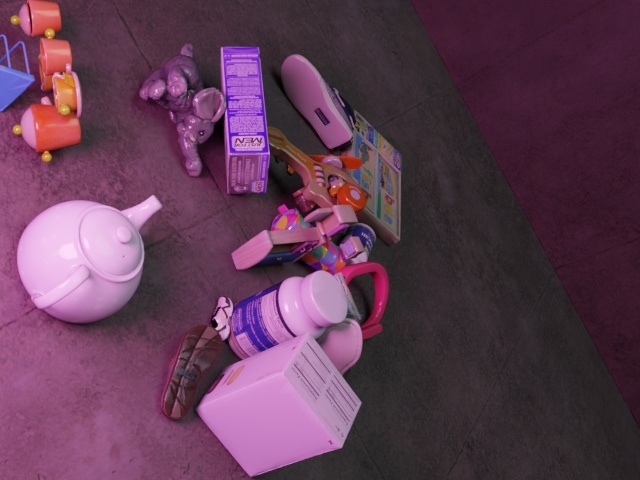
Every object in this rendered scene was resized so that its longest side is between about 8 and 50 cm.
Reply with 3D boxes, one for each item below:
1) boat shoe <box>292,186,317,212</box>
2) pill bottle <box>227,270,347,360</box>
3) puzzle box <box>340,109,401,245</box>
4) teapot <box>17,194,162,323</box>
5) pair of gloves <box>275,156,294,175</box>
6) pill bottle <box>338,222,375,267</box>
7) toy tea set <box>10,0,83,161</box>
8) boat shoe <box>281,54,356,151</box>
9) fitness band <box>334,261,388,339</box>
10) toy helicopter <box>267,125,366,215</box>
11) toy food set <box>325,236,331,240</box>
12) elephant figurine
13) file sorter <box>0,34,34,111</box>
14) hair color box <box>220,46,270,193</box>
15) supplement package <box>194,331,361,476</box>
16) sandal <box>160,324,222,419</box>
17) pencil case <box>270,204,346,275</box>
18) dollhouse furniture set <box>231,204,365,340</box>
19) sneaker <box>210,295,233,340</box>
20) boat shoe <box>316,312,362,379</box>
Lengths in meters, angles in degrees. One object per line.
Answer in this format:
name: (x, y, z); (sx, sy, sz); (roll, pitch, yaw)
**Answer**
boat shoe: (-0.005, -0.134, 2.271); (0.207, 0.073, 0.073); (-32, 89, -50)
pill bottle: (-0.078, 0.172, 1.769); (0.153, 0.264, 0.153); (34, 43, -38)
puzzle box: (0.171, -0.212, 2.592); (0.272, 0.052, 0.409); (39, 40, -34)
teapot: (-0.425, 0.026, 1.456); (0.252, 0.187, 0.256); (17, 55, -48)
pair of gloves: (-0.101, -0.235, 2.261); (0.083, 0.010, 0.074); (43, 38, -28)
pill bottle: (0.099, 0.030, 2.279); (0.094, 0.094, 0.169); (52, 34, -18)
toy tea set: (-0.562, -0.327, 1.547); (0.124, 0.200, 0.336); (-9, 56, -24)
boat shoe: (-0.002, -0.453, 2.471); (0.341, 0.127, 0.158); (58, 25, -23)
fitness band: (0.110, 0.167, 2.169); (0.290, 0.054, 0.209); (-10, 99, -57)
toy helicopter: (-0.017, -0.201, 2.153); (0.355, 0.140, 0.235); (38, 40, -10)
toy food set: (0.000, 0.000, 2.228); (0.083, 0.020, 0.083); (31, 45, -41)
elephant figurine: (-0.316, -0.316, 1.900); (0.239, 0.186, 0.169); (51, 7, -30)
file sorter: (-0.649, -0.333, 1.457); (0.170, 0.118, 0.105); (12, 56, -51)
hair color box: (-0.198, -0.309, 2.000); (0.110, 0.185, 0.339); (-1, 62, -8)
supplement package: (-0.088, 0.347, 1.633); (0.204, 0.261, 0.145); (54, 33, -14)
sandal: (-0.278, 0.271, 1.619); (0.090, 0.060, 0.219); (36, 55, -27)
pencil case: (-0.030, 0.005, 2.113); (0.236, 0.104, 0.104); (41, 38, -33)
dollhouse furniture set: (-0.025, 0.113, 1.880); (0.198, 0.286, 0.304); (-7, 70, -48)
sneaker: (-0.227, 0.171, 1.769); (0.043, 0.040, 0.109); (32, 44, -37)
boat shoe: (0.035, 0.274, 1.865); (0.109, 0.305, 0.091); (19, 39, 3)
